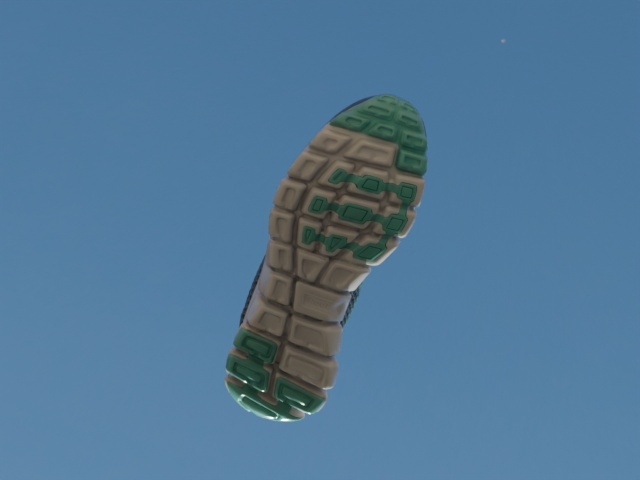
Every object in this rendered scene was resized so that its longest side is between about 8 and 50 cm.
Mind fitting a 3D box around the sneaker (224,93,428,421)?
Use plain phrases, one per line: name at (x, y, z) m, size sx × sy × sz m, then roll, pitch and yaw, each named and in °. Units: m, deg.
sneaker at (0.000, 0.000, 0.837) m, size 0.065 × 0.076 × 0.166 m, roll 24°, pitch -68°, yaw -7°
